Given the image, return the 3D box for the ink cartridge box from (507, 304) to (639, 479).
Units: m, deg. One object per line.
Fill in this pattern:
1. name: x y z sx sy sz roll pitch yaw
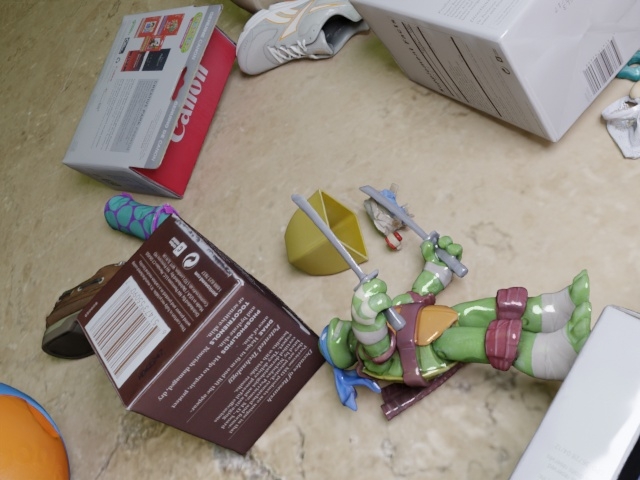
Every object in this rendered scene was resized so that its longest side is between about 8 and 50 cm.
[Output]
1. ink cartridge box: 0.157 0.241 0.417 0.069 0.176 0.371 28 79 40

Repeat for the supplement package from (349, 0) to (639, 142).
1. supplement package: 0.207 -0.280 0.700 0.177 0.175 0.293 -49 41 4

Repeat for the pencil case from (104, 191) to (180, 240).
1. pencil case: -0.300 -0.038 0.967 0.151 0.064 0.070 13 85 37

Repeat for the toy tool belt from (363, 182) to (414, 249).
1. toy tool belt: 0.092 -0.033 0.723 0.051 0.052 0.083 -40 48 15

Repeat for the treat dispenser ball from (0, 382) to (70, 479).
1. treat dispenser ball: -0.456 0.310 0.686 0.288 0.288 0.288 -16 53 23

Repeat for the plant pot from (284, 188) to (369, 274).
1. plant pot: 0.000 0.000 0.744 0.083 0.081 0.082 -35 47 25

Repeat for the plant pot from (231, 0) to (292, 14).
1. plant pot: -0.078 -0.506 1.012 0.284 0.284 0.191 -25 67 17

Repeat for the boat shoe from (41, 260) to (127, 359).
1. boat shoe: -0.300 0.079 0.859 0.307 0.111 0.105 -22 53 19

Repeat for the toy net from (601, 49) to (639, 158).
1. toy net: 0.360 -0.202 0.665 0.122 0.045 0.232 5 64 34

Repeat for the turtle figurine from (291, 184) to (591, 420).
1. turtle figurine: 0.115 0.039 0.555 0.266 0.198 0.275 0 74 23

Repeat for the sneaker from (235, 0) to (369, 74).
1. sneaker: -0.033 -0.352 0.985 0.262 0.099 0.121 -27 60 21

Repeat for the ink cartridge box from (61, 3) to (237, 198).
1. ink cartridge box: -0.276 -0.241 1.013 0.271 0.130 0.310 10 76 36

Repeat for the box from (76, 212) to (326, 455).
1. box: -0.131 0.110 0.668 0.167 0.203 0.168 -49 48 -5
